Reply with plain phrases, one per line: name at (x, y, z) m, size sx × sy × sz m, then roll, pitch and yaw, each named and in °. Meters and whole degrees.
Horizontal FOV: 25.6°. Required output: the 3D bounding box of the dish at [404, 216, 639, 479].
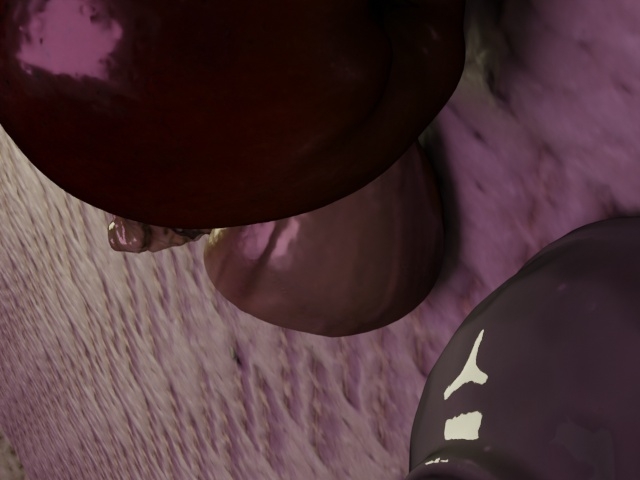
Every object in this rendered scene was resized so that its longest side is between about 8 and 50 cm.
dish at (0.117, 0.140, 0.565) m, size 0.303 × 0.120 × 0.303 m, roll 39°, pitch 138°, yaw 47°

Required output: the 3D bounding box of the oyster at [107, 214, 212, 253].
oyster at (-0.132, -0.128, 0.953) m, size 0.238 × 0.115 × 0.351 m, roll 49°, pitch 153°, yaw 40°

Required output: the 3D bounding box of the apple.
apple at (-0.045, -0.113, 0.616) m, size 0.234 × 0.234 × 0.234 m, roll 51°, pitch 155°, yaw 36°

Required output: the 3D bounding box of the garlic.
garlic at (-0.009, 0.000, 0.792) m, size 0.128 × 0.115 × 0.207 m, roll 61°, pitch 163°, yaw -2°
